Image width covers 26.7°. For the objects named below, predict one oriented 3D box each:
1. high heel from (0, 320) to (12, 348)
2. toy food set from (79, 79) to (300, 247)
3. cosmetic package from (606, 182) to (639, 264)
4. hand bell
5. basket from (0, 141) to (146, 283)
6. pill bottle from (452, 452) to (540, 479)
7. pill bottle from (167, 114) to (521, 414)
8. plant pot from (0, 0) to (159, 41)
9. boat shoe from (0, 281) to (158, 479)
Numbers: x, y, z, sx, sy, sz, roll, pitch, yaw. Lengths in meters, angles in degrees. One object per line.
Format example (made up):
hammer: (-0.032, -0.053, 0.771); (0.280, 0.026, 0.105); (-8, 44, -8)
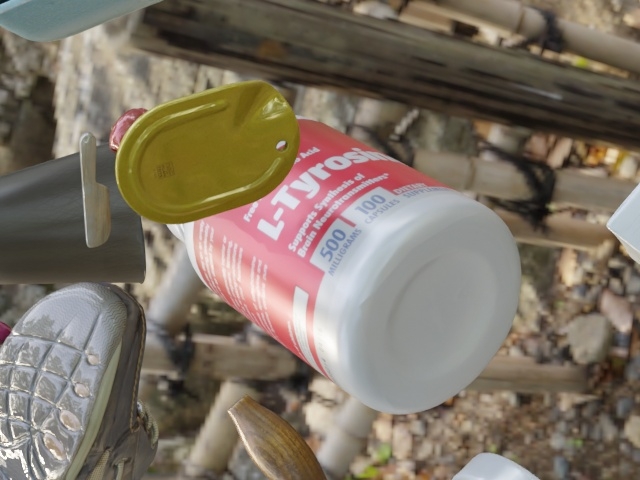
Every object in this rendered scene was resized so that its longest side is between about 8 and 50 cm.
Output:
high heel: (-0.412, 0.082, 1.374); (0.377, 0.127, 0.181); (-24, 72, 49)
toy food set: (-0.132, -0.087, 1.263); (0.071, 0.218, 0.128); (-129, 27, -53)
cosmetic package: (0.459, -0.002, 1.553); (0.184, 0.151, 0.151); (42, 95, 29)
hand bell: (0.017, 0.210, 0.994); (0.242, 0.126, 0.126); (48, 131, -1)
basket: (-0.368, -0.020, 1.815); (0.154, 0.227, 0.204); (140, 117, -69)
pill bottle: (0.084, 0.353, 1.206); (0.334, 0.188, 0.188); (-42, 29, -23)
pill bottle: (0.000, 0.000, 1.440); (0.408, 0.229, 0.229); (31, 108, 47)
plant pot: (-0.314, -0.397, 1.753); (0.247, 0.252, 0.247); (-21, 77, 5)
boat shoe: (-0.224, 0.174, 1.225); (0.132, 0.130, 0.355); (45, 126, 27)
